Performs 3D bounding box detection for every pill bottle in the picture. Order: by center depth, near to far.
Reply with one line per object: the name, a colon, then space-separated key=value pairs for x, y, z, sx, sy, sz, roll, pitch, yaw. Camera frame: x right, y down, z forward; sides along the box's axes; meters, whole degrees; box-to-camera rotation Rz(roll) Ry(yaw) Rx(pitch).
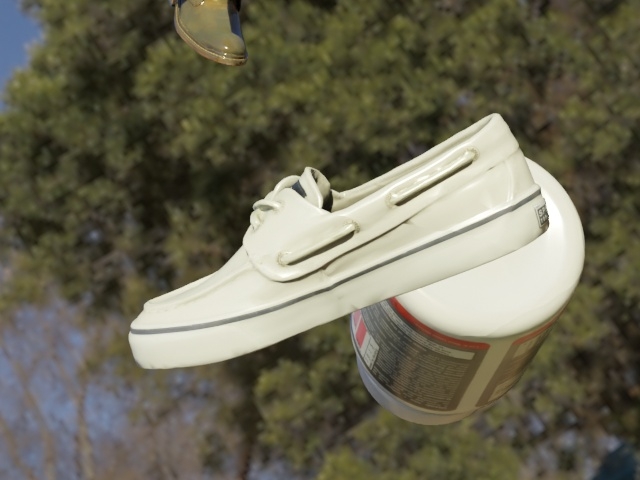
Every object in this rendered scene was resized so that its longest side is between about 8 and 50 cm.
pill bottle: x=0.141 y=0.064 z=1.857 sx=0.210 sy=0.210 sz=0.363 roll=-26 pitch=-18 yaw=-16

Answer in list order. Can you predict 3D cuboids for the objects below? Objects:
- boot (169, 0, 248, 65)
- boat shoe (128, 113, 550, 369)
boot: x=-0.128 y=-0.301 z=2.113 sx=0.082 sy=0.219 sz=0.106 roll=4 pitch=-57 yaw=-27
boat shoe: x=0.000 y=0.000 z=1.052 sx=0.267 sy=0.088 sz=0.096 roll=-20 pitch=10 yaw=14
